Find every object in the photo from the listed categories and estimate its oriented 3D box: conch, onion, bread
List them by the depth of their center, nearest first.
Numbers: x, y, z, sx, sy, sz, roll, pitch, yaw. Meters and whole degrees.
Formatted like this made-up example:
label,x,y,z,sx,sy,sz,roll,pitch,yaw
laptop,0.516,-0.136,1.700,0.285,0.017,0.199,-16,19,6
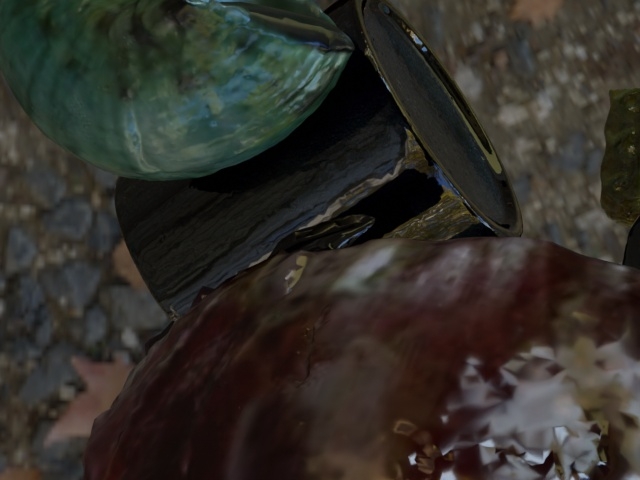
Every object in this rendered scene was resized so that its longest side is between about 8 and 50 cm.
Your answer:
label,x,y,z,sx,sy,sz,roll,pitch,yaw
onion,0.055,0.149,0.488,0.280,0.146,0.314,-8,94,28
conch,-0.080,-0.105,0.987,0.176,0.188,0.122,-9,125,-7
bread,0.252,-0.061,1.488,0.066,0.060,0.110,5,83,5

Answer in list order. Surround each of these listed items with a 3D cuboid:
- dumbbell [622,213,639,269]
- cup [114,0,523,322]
label,x,y,z,sx,sy,sz,roll,pitch,yaw
dumbbell,0.218,0.035,0.647,0.152,0.218,0.152,-9,112,-22
cup,-0.009,-0.015,1.035,0.177,0.239,0.166,-31,104,16
